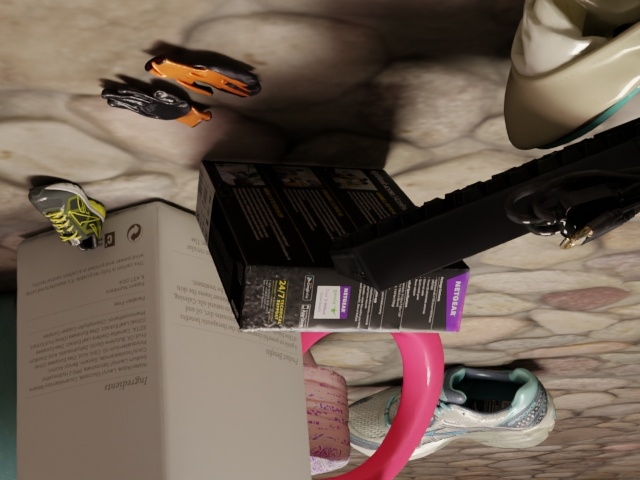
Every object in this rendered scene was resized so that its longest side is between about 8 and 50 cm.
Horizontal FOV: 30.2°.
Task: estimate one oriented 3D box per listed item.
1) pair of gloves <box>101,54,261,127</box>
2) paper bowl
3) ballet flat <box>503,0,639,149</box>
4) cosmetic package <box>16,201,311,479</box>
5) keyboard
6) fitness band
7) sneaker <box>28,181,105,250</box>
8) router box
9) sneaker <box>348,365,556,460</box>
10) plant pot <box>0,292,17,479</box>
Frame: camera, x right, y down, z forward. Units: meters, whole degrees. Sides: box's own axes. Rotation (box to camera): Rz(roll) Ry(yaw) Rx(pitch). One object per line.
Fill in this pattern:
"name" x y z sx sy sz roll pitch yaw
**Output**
"pair of gloves" -0.080 -0.087 0.681 0.074 0.010 0.083 11 160 -41
"paper bowl" -0.112 0.170 1.252 0.284 0.148 0.284 -3 163 -1
"ballet flat" 0.145 -0.117 0.538 0.086 0.086 0.248 8 158 -30
"cosmetic package" -0.115 0.176 0.914 0.155 0.365 0.197 -13 159 29
"keyboard" 0.160 -0.045 0.586 0.317 0.033 0.201 -22 -172 -10
"fitness band" 0.023 0.156 1.127 0.054 0.208 0.291 10 -179 37
"sneaker" -0.177 -0.016 0.842 0.031 0.035 0.083 -11 161 20
"router box" 0.000 0.000 0.742 0.133 0.046 0.179 2 -158 -15
"sneaker" 0.155 0.206 1.531 0.283 0.110 0.122 -10 143 12
"plant pot" -0.295 0.161 1.065 0.195 0.290 0.290 -43 155 3
